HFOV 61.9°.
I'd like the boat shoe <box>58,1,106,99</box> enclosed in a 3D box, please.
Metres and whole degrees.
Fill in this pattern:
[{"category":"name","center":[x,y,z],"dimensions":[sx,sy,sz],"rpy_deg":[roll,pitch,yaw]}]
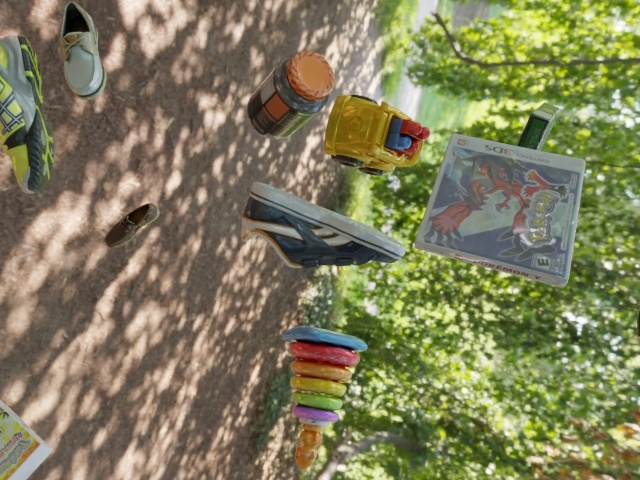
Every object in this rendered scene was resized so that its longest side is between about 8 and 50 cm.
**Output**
[{"category":"boat shoe","center":[-0.667,-0.524,1.467],"dimensions":[0.103,0.113,0.302],"rpy_deg":[84,-13,-64]}]

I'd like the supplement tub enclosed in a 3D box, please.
[{"category":"supplement tub","center":[-0.058,-0.282,1.042],"dimensions":[0.190,0.117,0.117],"rpy_deg":[-22,-133,57]}]

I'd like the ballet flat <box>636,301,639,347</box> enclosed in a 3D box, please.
[{"category":"ballet flat","center":[0.395,0.062,0.609],"dimensions":[0.049,0.057,0.173],"rpy_deg":[80,33,-60]}]

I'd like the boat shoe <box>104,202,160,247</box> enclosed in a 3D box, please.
[{"category":"boat shoe","center":[-0.545,-0.048,1.522],"dimensions":[0.178,0.064,0.060],"rpy_deg":[-39,168,-7]}]

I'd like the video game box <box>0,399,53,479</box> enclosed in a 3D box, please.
[{"category":"video game box","center":[-0.590,0.377,0.889],"dimensions":[0.205,0.187,0.048],"rpy_deg":[-51,157,-25]}]

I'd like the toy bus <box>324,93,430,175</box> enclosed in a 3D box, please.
[{"category":"toy bus","center":[0.152,-0.222,1.163],"dimensions":[0.220,0.211,0.149],"rpy_deg":[13,90,-49]}]

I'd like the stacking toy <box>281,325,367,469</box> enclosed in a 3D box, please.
[{"category":"stacking toy","center":[-0.008,0.355,1.201],"dimensions":[0.175,0.166,0.301],"rpy_deg":[-20,-124,58]}]

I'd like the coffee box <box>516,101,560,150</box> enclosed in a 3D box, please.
[{"category":"coffee box","center":[0.431,-0.209,1.070],"dimensions":[0.184,0.040,0.113],"rpy_deg":[-34,145,-56]}]

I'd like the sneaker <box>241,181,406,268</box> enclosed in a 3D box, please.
[{"category":"sneaker","center":[0.000,0.000,1.041],"dimensions":[0.126,0.321,0.127],"rpy_deg":[-77,-171,-82]}]

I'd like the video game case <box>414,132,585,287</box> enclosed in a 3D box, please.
[{"category":"video game case","center":[0.238,-0.049,0.697],"dimensions":[0.023,0.183,0.201],"rpy_deg":[82,27,-55]}]

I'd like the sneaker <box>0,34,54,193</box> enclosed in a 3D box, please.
[{"category":"sneaker","center":[-0.765,-0.305,1.327],"dimensions":[0.145,0.147,0.384],"rpy_deg":[-179,-99,-75]}]
